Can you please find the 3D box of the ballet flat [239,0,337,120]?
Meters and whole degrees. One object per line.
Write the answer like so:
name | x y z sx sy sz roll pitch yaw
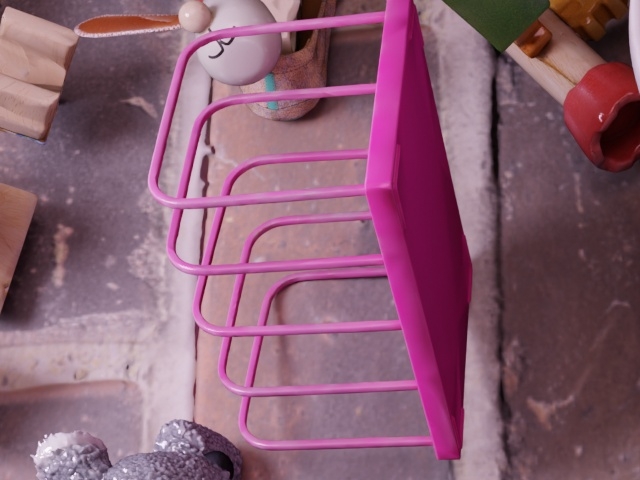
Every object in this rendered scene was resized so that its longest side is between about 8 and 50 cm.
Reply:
ballet flat | -0.024 -0.260 1.541 0.107 0.106 0.316 -4 61 8

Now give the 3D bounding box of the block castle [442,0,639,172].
block castle | 0.207 -0.256 1.245 0.303 0.453 0.213 -46 52 10

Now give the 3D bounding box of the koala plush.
koala plush | -0.109 0.226 1.226 0.196 0.221 0.203 37 75 26

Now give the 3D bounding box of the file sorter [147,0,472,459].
file sorter | 0.000 0.000 1.268 0.182 0.291 0.202 -4 45 13

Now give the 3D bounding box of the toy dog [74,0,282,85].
toy dog | -0.146 -0.270 1.472 0.333 0.161 0.220 28 95 52

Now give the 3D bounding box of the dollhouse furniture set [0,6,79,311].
dollhouse furniture set | -0.454 -0.036 1.465 0.394 0.256 0.362 19 65 -10

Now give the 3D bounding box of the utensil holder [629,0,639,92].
utensil holder | 0.385 -0.053 1.185 0.327 0.385 0.328 -5 61 9
